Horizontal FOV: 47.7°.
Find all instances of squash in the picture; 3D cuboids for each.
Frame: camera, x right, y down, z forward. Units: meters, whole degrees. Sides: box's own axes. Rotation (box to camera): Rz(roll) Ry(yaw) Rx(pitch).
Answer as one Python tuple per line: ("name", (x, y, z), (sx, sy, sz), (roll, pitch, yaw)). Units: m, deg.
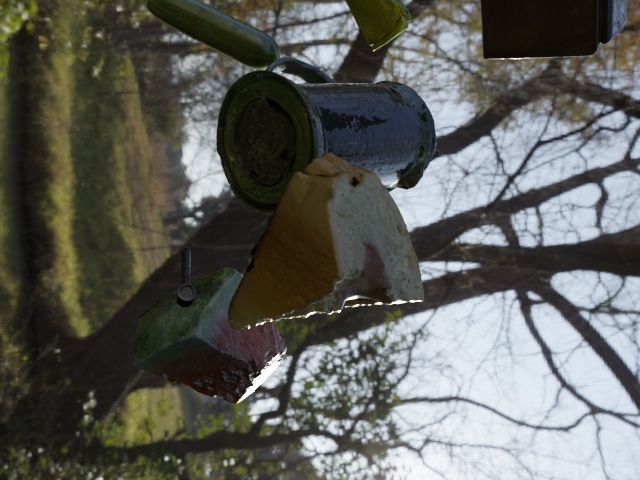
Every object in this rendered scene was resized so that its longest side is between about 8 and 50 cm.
("squash", (-0.171, -0.345, 1.181), (0.066, 0.229, 0.066), (-62, -171, 17))

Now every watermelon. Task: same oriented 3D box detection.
("watermelon", (-0.157, 0.186, 1.214), (0.256, 0.193, 0.140), (50, 16, -34))

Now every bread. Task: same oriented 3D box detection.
("bread", (-0.010, -0.004, 0.942), (0.224, 0.184, 0.211), (-9, -89, 32))

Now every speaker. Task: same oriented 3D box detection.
("speaker", (0.324, -0.387, 1.017), (0.193, 0.153, 0.231), (8, -62, 32))

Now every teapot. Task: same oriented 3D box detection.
("teapot", (0.013, -0.182, 1.143), (0.270, 0.337, 0.200), (56, -51, 20))

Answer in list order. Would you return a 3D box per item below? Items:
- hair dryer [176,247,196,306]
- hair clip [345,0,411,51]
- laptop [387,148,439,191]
("hair dryer", (-0.196, 0.052, 1.046), (0.047, 0.026, 0.083), (131, -44, -67))
("hair clip", (0.031, -0.284, 0.743), (0.173, 0.072, 0.046), (51, 28, -15))
("laptop", (0.124, -0.176, 1.383), (0.180, 0.129, 0.016), (47, -10, 37))
